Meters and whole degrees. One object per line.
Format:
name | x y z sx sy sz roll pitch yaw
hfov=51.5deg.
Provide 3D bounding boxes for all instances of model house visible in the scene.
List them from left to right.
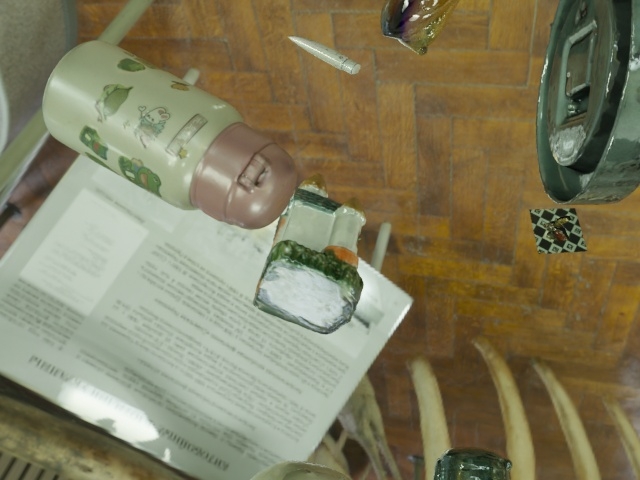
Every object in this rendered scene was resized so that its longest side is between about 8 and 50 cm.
model house | 0.000 0.000 1.324 0.190 0.301 0.271 17 152 -4

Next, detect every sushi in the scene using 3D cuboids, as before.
sushi | 0.571 -0.018 1.609 0.120 0.126 0.026 -2 151 -3

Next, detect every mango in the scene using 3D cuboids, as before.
mango | 0.235 -0.547 1.407 0.153 0.201 0.287 26 96 -13

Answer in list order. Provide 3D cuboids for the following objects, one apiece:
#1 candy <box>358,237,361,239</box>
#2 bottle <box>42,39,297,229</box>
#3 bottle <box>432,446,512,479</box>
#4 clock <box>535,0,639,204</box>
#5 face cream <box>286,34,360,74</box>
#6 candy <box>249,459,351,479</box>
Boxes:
candy | 0.038 0.074 1.736 0.078 0.203 0.141 25 177 10
bottle | -0.142 -0.096 0.660 0.253 0.120 0.120 30 142 13
bottle | 0.217 0.463 0.921 0.144 0.336 0.144 4 160 2
clock | 0.342 -0.200 0.815 0.066 0.319 0.319 4 139 2
face cream | 0.004 -0.268 0.944 0.115 0.038 0.020 33 118 17
candy | -0.008 0.457 0.950 0.295 0.295 0.185 32 118 -15
